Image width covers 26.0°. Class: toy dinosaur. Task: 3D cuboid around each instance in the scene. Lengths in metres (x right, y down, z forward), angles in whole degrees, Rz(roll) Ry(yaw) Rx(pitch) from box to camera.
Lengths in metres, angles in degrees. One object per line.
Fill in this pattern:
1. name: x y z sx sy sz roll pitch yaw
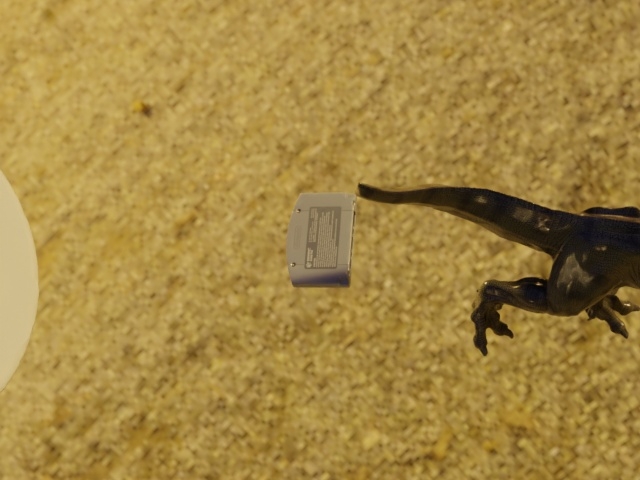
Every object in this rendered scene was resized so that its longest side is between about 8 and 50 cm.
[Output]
1. toy dinosaur: 0.140 0.016 0.745 0.268 0.118 0.064 10 59 -6

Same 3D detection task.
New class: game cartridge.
1. game cartridge: 0.000 0.000 1.145 0.056 0.017 0.083 2 66 9

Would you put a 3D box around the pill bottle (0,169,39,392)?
1. pill bottle: -0.230 0.056 0.551 0.283 0.161 0.161 -34 30 50
